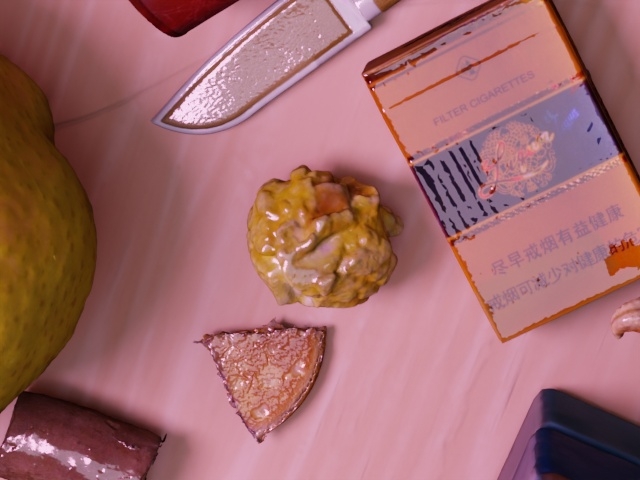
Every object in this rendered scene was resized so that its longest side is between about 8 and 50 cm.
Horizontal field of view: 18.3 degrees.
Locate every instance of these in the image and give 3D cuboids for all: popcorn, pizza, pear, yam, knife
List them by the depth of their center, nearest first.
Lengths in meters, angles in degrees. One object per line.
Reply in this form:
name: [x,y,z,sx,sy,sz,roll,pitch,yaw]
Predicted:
pear: [-0.351,-0.002,1.447,0.391,0.391,0.391,1,102,7]
popcorn: [0.000,0.000,1.522,0.116,0.106,0.121,-36,96,22]
knife: [0.010,-0.179,1.522,0.343,0.027,0.061,-35,98,15]
pizza: [-0.035,0.098,1.590,0.099,0.029,0.100,-30,100,4]
yam: [-0.197,0.173,1.597,0.127,0.084,0.084,20,104,-1]

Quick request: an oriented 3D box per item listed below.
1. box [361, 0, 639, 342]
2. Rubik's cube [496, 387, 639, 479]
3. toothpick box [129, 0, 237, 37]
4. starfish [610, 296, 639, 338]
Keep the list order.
box: [0.152,-0.062,1.510,0.152,0.070,0.237,-27,96,12]
Rubik's cube: [0.245,0.359,1.448,0.344,0.346,0.347,24,104,0]
toothpick box: [-0.014,-0.313,1.407,0.333,0.204,0.204,-29,97,12]
starfish: [0.378,0.063,1.462,0.327,0.094,0.375,-28,78,-19]
